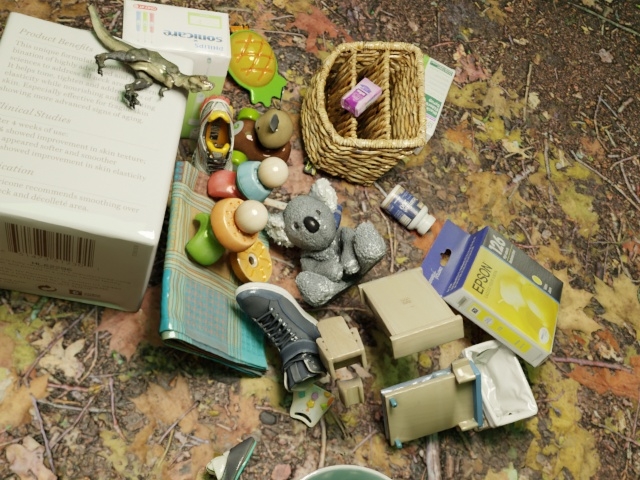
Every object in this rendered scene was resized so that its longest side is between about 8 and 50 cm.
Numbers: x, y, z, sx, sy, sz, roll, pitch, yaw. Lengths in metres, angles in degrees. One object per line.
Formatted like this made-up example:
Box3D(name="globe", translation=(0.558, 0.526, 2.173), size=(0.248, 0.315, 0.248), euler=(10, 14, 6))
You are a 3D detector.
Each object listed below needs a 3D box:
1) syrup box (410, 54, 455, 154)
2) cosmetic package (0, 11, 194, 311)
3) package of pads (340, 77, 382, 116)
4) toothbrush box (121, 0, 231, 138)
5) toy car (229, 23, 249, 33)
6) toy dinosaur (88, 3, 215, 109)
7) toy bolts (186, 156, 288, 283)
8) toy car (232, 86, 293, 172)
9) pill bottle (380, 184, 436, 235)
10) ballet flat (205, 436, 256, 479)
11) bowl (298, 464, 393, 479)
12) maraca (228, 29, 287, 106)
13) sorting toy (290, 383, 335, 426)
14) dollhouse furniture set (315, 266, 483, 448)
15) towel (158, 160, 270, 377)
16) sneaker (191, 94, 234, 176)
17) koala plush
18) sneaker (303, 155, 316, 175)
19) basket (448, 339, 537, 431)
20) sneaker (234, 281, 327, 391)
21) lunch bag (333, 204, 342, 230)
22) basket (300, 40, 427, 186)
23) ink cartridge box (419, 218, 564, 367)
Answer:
Box3D(name="syrup box", translation=(0.251, -0.339, 1.794), size=(0.093, 0.096, 0.237), euler=(26, 57, -5))
Box3D(name="cosmetic package", translation=(-0.440, -0.128, 1.312), size=(0.329, 0.327, 0.394), euler=(12, 61, -13))
Box3D(name="package of pads", translation=(0.089, -0.312, 1.559), size=(0.050, 0.032, 0.083), euler=(38, 69, 22))
Box3D(name="toothbrush box", translation=(-0.313, -0.343, 1.492), size=(0.206, 0.283, 0.122), euler=(2, 63, -17))
Box3D(name="toy car", translation=(-0.235, -0.511, 1.763), size=(0.122, 0.060, 0.041), euler=(-1, 108, -2))
Box3D(name="toy dinosaur", translation=(-0.315, -0.298, 1.221), size=(0.268, 0.064, 0.118), euler=(33, 51, 2))
Box3D(name="toy bolts", translation=(-0.120, -0.048, 1.375), size=(0.218, 0.158, 0.229), euler=(39, 42, -37))
Box3D(name="toy car", translation=(-0.120, -0.244, 1.562), size=(0.148, 0.188, 0.155), euler=(18, 59, -9))
Box3D(name="pill bottle", translation=(0.204, -0.068, 1.653), size=(0.120, 0.067, 0.067), euler=(39, 58, 3))
Box3D(name="ballet flat", translation=(-0.179, 0.431, 1.264), size=(0.074, 0.074, 0.203), euler=(25, 61, -5))
Box3D(name="bowl", translation=(0.028, 0.553, 1.215), size=(0.311, 0.163, 0.312), euler=(8, 62, -15))
Box3D(name="maraca", translation=(-0.154, -0.407, 1.693), size=(0.127, 0.099, 0.186), euler=(-36, 104, -20))
Box3D(name="sorting toy", translation=(-0.021, 0.319, 1.398), size=(0.083, 0.045, 0.075), euler=(29, 77, -3))
Box3D(name="dollhouse furniture set", translation=(0.144, 0.256, 1.419), size=(0.286, 0.304, 0.198), euler=(-16, 29, -8))
Box3D(name="towel", translation=(-0.192, 0.054, 1.390), size=(0.271, 0.040, 0.370), euler=(31, 49, -45))
Box3D(name="sneaker", translation=(-0.224, -0.181, 1.490), size=(0.088, 0.225, 0.093), euler=(-2, 30, -11))
Box3D(name="koala plush", translation=(0.000, 0.000, 1.471), size=(0.196, 0.203, 0.221), euler=(-40, 83, 0))
Box3D(name="sneaker", translation=(-0.021, -0.189, 1.660), size=(0.035, 0.031, 0.083), euler=(10, 55, -3))
Box3D(name="basket", translation=(0.352, 0.304, 1.491), size=(0.113, 0.103, 0.167), euler=(-10, 67, -23))
Box3D(name="sneaker", translation=(-0.069, 0.185, 1.347), size=(0.226, 0.086, 0.163), euler=(38, 28, -31))
Box3D(name="lunch bag", translation=(-0.004, -0.054, 1.574), size=(0.098, 0.067, 0.065), euler=(16, 59, -9))
Box3D(name="basket", translation=(0.093, -0.314, 1.630), size=(0.213, 0.223, 0.299), euler=(19, 59, -26))
Box3D(name="ink cartridge box", translation=(0.382, 0.087, 1.574), size=(0.307, 0.072, 0.303), euler=(38, 36, 1))
